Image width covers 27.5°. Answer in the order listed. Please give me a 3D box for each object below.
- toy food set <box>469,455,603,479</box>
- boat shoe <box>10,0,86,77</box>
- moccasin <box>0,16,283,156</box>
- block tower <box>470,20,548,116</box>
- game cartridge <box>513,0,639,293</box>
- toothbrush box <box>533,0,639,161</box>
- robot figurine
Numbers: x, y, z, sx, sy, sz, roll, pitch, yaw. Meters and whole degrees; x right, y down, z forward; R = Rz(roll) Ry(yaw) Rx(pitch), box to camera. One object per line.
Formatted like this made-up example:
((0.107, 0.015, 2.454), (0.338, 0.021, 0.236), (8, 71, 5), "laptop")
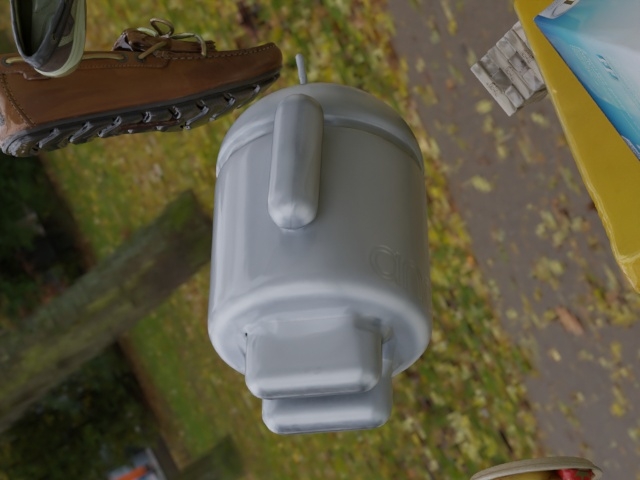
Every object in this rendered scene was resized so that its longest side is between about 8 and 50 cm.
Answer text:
((0.122, 0.143, 0.755), (0.083, 0.083, 0.020), (97, 168, -68), "toy food set")
((-0.283, -0.284, 1.356), (0.073, 0.080, 0.223), (11, -102, -79), "boat shoe")
((-0.222, -0.202, 1.582), (0.139, 0.380, 0.147), (143, 112, -66), "moccasin")
((0.355, -0.311, 1.738), (0.335, 0.097, 0.091), (-44, 79, 31), "block tower")
((0.297, -0.137, 0.896), (0.052, 0.285, 0.323), (50, -159, -38), "game cartridge")
((0.258, -0.125, 0.675), (0.126, 0.216, 0.295), (50, -173, -13), "toothbrush box")
((0.000, 0.000, 1.209), (0.300, 0.200, 0.353), (79, -171, -57), "robot figurine")
